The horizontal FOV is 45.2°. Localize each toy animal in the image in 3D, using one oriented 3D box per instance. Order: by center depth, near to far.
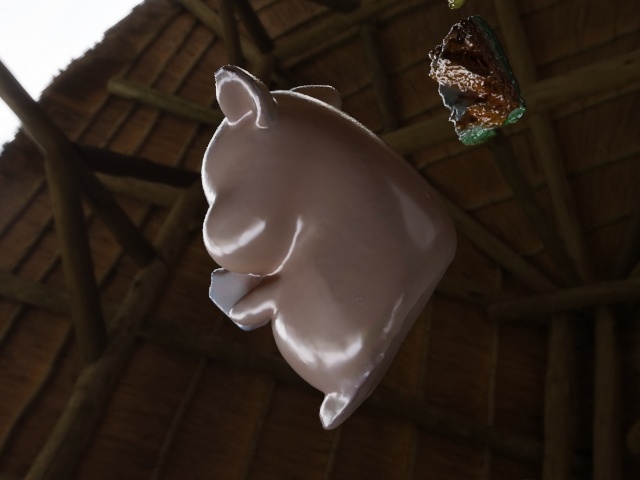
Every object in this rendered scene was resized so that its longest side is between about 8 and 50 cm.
[{"bbox_3d":[-0.004,-0.002,0.681,0.213,0.256,0.195,-51,171,19],"label":"toy animal"}]

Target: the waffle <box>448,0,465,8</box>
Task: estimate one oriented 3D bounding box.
[{"bbox_3d":[0.092,-0.317,0.624,0.059,0.243,0.237,-11,-125,2],"label":"waffle"}]

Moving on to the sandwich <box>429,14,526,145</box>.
[{"bbox_3d":[0.199,-0.234,1.072,0.109,0.160,0.184,-31,-116,29],"label":"sandwich"}]
